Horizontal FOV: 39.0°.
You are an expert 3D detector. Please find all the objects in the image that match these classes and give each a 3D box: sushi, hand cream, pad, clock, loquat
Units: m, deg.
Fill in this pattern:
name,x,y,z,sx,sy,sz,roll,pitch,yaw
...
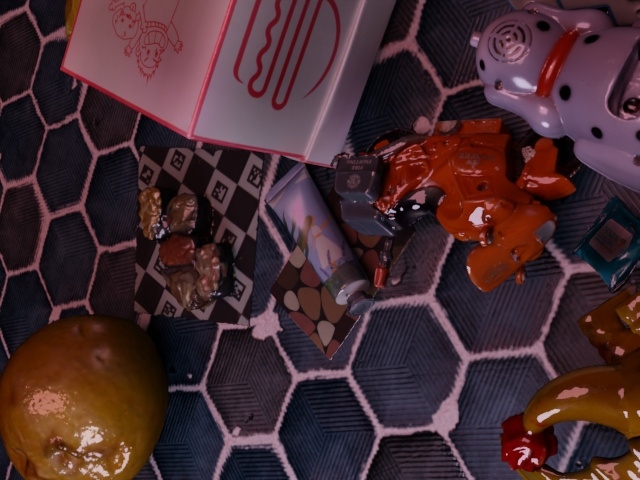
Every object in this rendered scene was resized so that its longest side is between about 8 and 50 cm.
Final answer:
name,x,y,z,sx,sy,sz,roll,pitch,yaw
sushi,-0.226,-0.015,1.469,0.294,0.059,0.292,3,89,39
hand cream,0.000,0.000,1.296,0.088,0.055,0.256,-45,56,23
pad,0.025,0.034,1.304,0.158,0.003,0.235,45,114,31
clock,0.281,-0.173,0.984,0.254,0.189,0.189,26,103,29
loquat,-0.364,0.255,1.434,0.276,0.284,0.276,7,113,16

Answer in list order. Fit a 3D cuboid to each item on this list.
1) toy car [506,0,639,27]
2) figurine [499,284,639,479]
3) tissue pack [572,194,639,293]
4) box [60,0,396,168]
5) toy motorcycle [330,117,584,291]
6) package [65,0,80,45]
name,x,y,z,sx,sy,sz,roll,pitch,yaw
toy car,0.335,-0.332,0.977,0.314,0.198,0.166,1,56,41
figurine,0.378,0.232,0.873,0.387,0.268,0.401,52,153,9
tissue pack,0.330,0.006,1.010,0.085,0.028,0.138,-54,17,15
box,-0.121,-0.305,1.246,0.314,0.300,0.312,29,105,35
toy motorcycle,0.163,-0.048,1.124,0.325,0.148,0.221,1,66,35
package,-0.392,-0.451,1.600,0.168,0.090,0.226,6,89,41
